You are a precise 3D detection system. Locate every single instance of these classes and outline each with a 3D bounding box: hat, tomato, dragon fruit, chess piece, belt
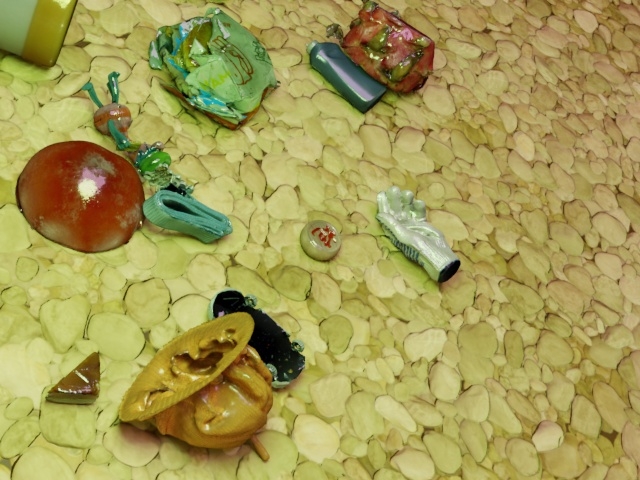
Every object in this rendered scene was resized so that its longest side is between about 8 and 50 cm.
[{"bbox_3d":[-0.154,0.279,1.592,0.244,0.233,0.233,-50,116,-32],"label":"hat"},{"bbox_3d":[-0.401,-0.087,1.714,0.228,0.112,0.199,3,58,-25],"label":"tomato"},{"bbox_3d":[0.159,-0.447,2.234,0.282,0.147,0.211,28,28,-28],"label":"dragon fruit"},{"bbox_3d":[0.000,0.000,1.935,0.084,0.038,0.083,17,51,-22],"label":"chess piece"},{"bbox_3d":[-0.238,-0.057,1.792,0.179,0.065,0.100,27,50,-41],"label":"belt"}]

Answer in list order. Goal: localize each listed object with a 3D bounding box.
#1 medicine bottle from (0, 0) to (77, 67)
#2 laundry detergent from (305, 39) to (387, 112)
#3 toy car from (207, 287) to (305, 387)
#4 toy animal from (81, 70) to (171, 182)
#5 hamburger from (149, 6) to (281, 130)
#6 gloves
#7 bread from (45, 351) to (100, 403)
[{"bbox_3d":[-0.557,-0.464,1.802,0.232,0.238,0.237,20,50,-17],"label":"medicine bottle"},{"bbox_3d":[0.047,-0.376,2.218,0.206,0.061,0.096,41,50,3],"label":"laundry detergent"},{"bbox_3d":[-0.113,0.168,1.733,0.205,0.056,0.095,43,47,8],"label":"toy car"},{"bbox_3d":[-0.361,-0.208,1.828,0.208,0.100,0.103,61,11,4],"label":"toy animal"},{"bbox_3d":[-0.203,-0.370,2.006,0.276,0.150,0.260,47,46,8],"label":"hamburger"},{"bbox_3d":[0.190,-0.012,2.017,0.119,0.097,0.229,-18,70,-49],"label":"gloves"},{"bbox_3d":[-0.371,0.227,1.548,0.062,0.043,0.109,43,46,5],"label":"bread"}]
